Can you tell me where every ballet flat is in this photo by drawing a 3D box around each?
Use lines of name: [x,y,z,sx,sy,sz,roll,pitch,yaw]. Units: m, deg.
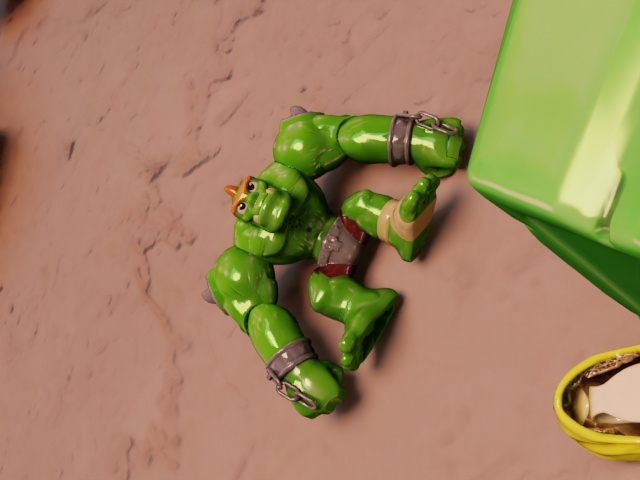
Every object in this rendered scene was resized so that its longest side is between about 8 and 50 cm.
ballet flat: [0.219,0.071,0.580,0.230,0.077,0.077,-12,68,32]

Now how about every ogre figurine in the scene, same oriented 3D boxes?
ogre figurine: [0.000,0.000,0.756,0.118,0.097,0.197,25,107,20]

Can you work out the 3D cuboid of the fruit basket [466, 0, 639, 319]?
fruit basket: [0.284,-0.094,0.397,0.392,0.283,0.392,-23,52,33]
